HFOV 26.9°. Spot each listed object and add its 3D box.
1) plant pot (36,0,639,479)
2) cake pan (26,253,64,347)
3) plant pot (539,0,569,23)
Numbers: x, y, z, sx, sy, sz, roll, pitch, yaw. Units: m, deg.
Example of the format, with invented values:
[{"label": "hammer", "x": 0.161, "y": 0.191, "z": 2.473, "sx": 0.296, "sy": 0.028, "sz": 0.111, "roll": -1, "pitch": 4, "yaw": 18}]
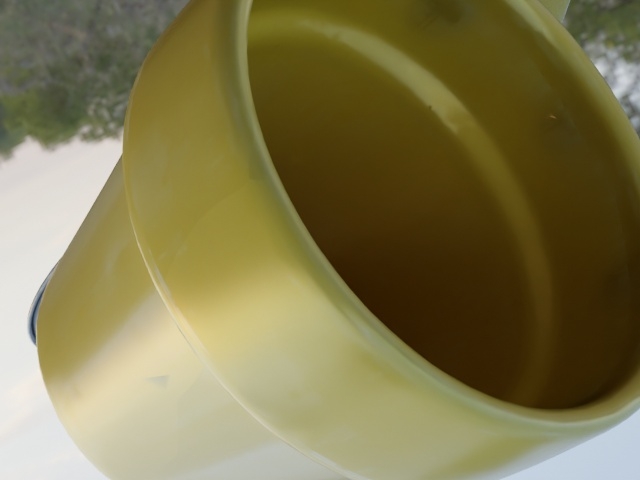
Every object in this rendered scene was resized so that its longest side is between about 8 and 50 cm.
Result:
[{"label": "plant pot", "x": -0.005, "y": 0.015, "z": 0.627, "sx": 0.239, "sy": 0.254, "sz": 0.254, "roll": -37, "pitch": -177, "yaw": 41}, {"label": "cake pan", "x": -0.150, "y": 0.031, "z": 1.319, "sx": 0.293, "sy": 0.054, "sz": 0.293, "roll": -35, "pitch": 162, "yaw": -14}, {"label": "plant pot", "x": 0.055, "y": -0.267, "z": 0.859, "sx": 0.187, "sy": 0.212, "sz": 0.212, "roll": -4, "pitch": -140, "yaw": -23}]
